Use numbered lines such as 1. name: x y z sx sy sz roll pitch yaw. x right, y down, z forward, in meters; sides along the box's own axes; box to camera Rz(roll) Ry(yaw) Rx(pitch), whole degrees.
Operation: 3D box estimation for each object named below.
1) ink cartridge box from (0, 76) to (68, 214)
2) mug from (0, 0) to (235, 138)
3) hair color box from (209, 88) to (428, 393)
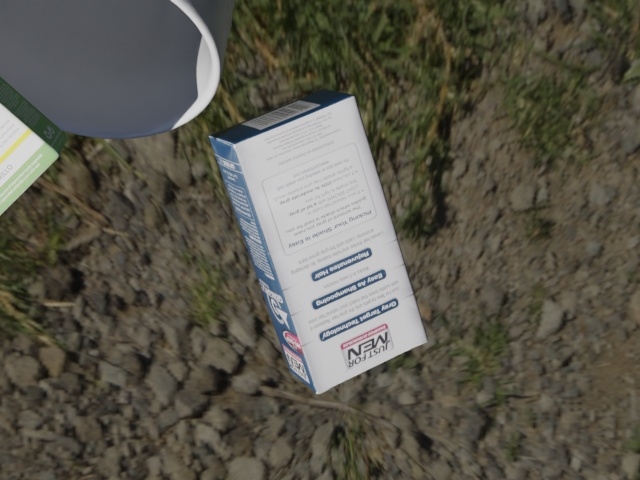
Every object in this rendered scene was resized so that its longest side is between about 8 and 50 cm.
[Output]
1. ink cartridge box: -0.372 -0.110 1.139 0.171 0.056 0.235 -41 109 19
2. mug: -0.250 -0.342 1.311 0.276 0.374 0.328 -21 49 35
3. hair color box: 0.000 0.000 1.612 0.174 0.105 0.347 -24 109 -17
